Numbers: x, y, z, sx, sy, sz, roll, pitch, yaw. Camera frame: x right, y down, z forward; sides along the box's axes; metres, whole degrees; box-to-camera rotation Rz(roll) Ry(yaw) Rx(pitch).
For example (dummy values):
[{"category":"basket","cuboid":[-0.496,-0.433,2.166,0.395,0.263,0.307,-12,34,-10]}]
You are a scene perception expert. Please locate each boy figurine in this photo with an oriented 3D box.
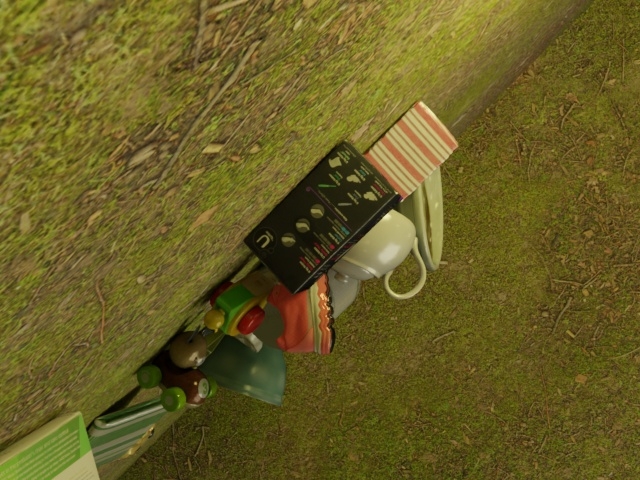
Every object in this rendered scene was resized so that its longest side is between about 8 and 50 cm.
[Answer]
[{"category":"boy figurine","cuboid":[-0.548,0.563,2.163,0.177,0.092,0.285,-45,174,-14]}]

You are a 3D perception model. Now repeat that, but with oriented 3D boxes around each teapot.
[{"category":"teapot","cuboid":[0.089,0.012,1.729,0.252,0.256,0.187,30,80,-49]}]

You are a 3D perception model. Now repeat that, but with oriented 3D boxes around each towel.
[{"category":"towel","cuboid":[-0.523,0.493,1.873,0.248,0.038,0.325,-13,153,-51]},{"category":"towel","cuboid":[0.199,-0.199,1.696,0.197,0.144,0.029,-44,-164,1]}]

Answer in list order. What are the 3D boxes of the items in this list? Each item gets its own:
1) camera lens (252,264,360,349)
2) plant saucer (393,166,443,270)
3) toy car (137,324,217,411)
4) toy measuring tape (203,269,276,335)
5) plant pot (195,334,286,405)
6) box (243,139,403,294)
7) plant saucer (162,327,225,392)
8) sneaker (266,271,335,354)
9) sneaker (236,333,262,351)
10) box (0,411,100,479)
[{"category":"camera lens","cuboid":[-0.044,0.123,1.880,0.219,0.219,0.274,-49,174,38]},{"category":"plant saucer","cuboid":[0.240,-0.119,1.924,0.100,0.401,0.400,-4,-173,16]},{"category":"toy car","cuboid":[-0.283,0.260,1.662,0.188,0.149,0.155,-57,161,15]},{"category":"toy measuring tape","cuboid":[-0.143,0.126,1.649,0.330,0.121,0.121,-30,165,-51]},{"category":"plant pot","cuboid":[-0.230,0.379,2.356,0.293,0.293,0.196,110,-1,-78]},{"category":"box","cuboid":[0.010,-0.042,1.431,0.270,0.143,0.165,-44,173,7]},{"category":"plant saucer","cuboid":[-0.340,0.302,1.967,0.188,0.045,0.188,-41,174,-36]},{"category":"sneaker","cuboid":[-0.050,0.086,1.569,0.136,0.314,0.116,-7,169,5]},{"category":"sneaker","cuboid":[-0.184,0.219,2.116,0.148,0.131,0.350,-56,-177,-13]},{"category":"box","cuboid":[-0.441,0.477,1.237,0.058,0.322,0.232,-10,-174,19]}]
